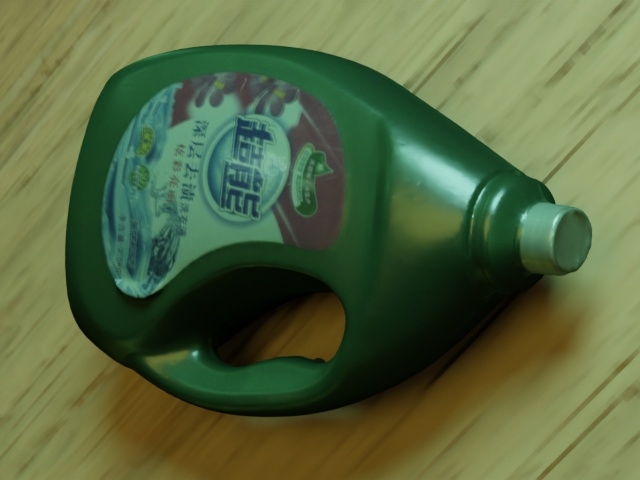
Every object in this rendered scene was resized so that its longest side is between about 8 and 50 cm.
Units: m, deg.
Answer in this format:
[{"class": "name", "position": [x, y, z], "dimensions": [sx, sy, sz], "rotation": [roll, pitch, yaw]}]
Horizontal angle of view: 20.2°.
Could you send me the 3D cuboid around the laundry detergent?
[{"class": "laundry detergent", "position": [0.000, 0.000, 0.645], "dimensions": [0.211, 0.063, 0.137], "rotation": [10, 85, 39]}]
